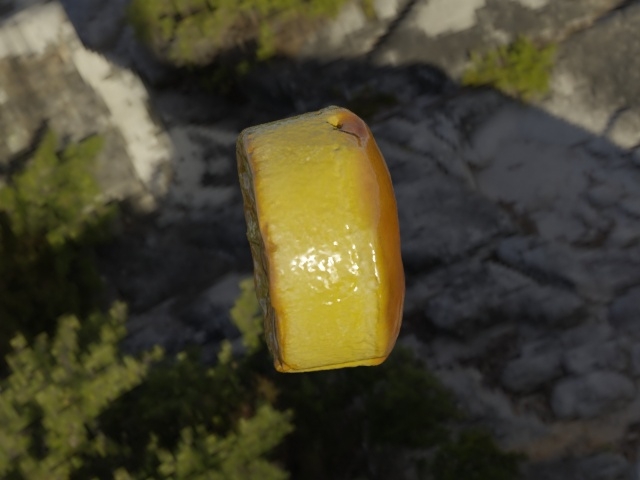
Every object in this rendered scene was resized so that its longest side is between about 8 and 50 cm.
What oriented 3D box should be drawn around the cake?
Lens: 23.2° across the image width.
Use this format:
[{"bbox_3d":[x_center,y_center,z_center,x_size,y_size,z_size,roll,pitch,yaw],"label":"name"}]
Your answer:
[{"bbox_3d":[0.000,0.000,0.486,0.044,0.084,0.084,-7,33,-7],"label":"cake"}]
